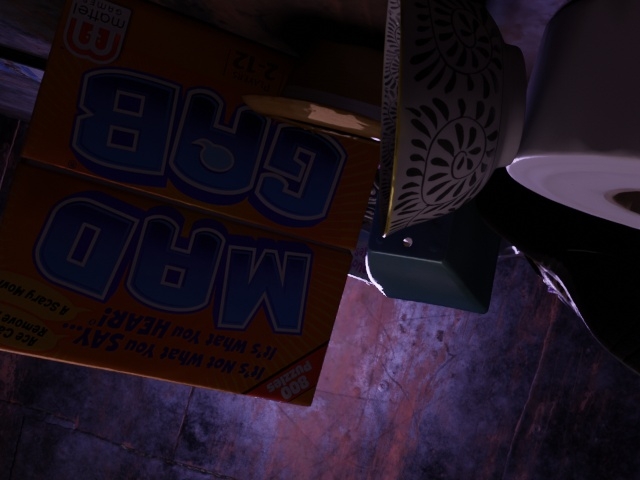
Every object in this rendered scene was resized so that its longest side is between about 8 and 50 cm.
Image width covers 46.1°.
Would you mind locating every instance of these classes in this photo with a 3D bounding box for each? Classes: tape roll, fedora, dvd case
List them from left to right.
[{"bbox_3d":[-0.513,-0.310,1.375,0.252,0.022,0.180,16,179,-9],"label":"dvd case"},{"bbox_3d":[0.023,-0.135,0.689,0.194,0.079,0.194,13,-175,-1],"label":"fedora"},{"bbox_3d":[0.268,-0.057,0.475,0.286,0.100,0.286,15,179,0],"label":"tape roll"}]

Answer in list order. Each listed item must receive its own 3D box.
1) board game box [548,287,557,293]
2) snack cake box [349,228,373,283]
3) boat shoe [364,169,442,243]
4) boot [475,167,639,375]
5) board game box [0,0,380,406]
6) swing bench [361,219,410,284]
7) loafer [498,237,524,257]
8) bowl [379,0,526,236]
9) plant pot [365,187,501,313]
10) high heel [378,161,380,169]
[{"bbox_3d":[0.624,0.078,1.500,0.275,0.142,0.144,16,180,0],"label":"board game box"},{"bbox_3d":[0.000,0.000,1.383,0.264,0.089,0.152,22,176,-42],"label":"snack cake box"},{"bbox_3d":[0.079,-0.107,1.288,0.340,0.127,0.158,20,158,-7],"label":"boat shoe"},{"bbox_3d":[0.388,0.060,0.971,0.377,0.138,0.284,45,-168,35],"label":"boot"},{"bbox_3d":[-0.182,-0.048,0.916,0.356,0.357,0.356,16,179,-22],"label":"board game box"},{"bbox_3d":[0.114,-0.039,1.652,0.254,0.165,0.253,-32,151,29],"label":"swing bench"},{"bbox_3d":[0.400,-0.009,1.507,0.095,0.109,0.302,12,178,-22],"label":"loafer"},{"bbox_3d":[0.081,-0.085,0.470,0.080,0.170,0.170,2,179,2],"label":"bowl"},{"bbox_3d":[0.155,-0.006,1.062,0.165,0.166,0.234,9,170,21],"label":"plant pot"},{"bbox_3d":[0.103,-0.111,0.905,0.117,0.082,0.244,8,-167,-6],"label":"high heel"}]
